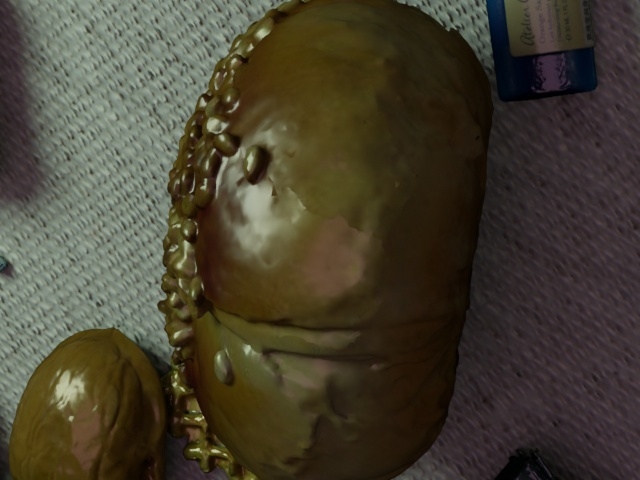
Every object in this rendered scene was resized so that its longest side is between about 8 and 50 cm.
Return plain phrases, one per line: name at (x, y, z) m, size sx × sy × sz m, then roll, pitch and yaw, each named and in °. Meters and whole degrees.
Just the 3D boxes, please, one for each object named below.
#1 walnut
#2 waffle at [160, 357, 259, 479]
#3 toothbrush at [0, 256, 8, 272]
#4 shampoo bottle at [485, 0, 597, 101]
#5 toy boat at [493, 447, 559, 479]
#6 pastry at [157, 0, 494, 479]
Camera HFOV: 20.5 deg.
walnut at (-0.227, 0.186, 1.622) m, size 0.167 × 0.087 × 0.211 m, roll 16°, pitch 106°, yaw 29°
waffle at (-0.055, 0.155, 1.609) m, size 0.192 × 0.046 × 0.160 m, roll 41°, pitch 108°, yaw 8°
toothbrush at (-0.381, -0.018, 1.684) m, size 0.193 × 0.019 × 0.013 m, roll 29°, pitch 144°, yaw 10°
shampoo bottle at (0.182, -0.212, 1.493) m, size 0.087 × 0.050 × 0.183 m, roll -6°, pitch 96°, yaw 18°
toy boat at (0.256, 0.300, 1.515) m, size 0.122 × 0.114 × 0.296 m, roll -41°, pitch 87°, yaw -4°
pastry at (0.000, 0.000, 1.411) m, size 0.245 × 0.409 × 0.410 m, roll 9°, pitch 100°, yaw 3°
